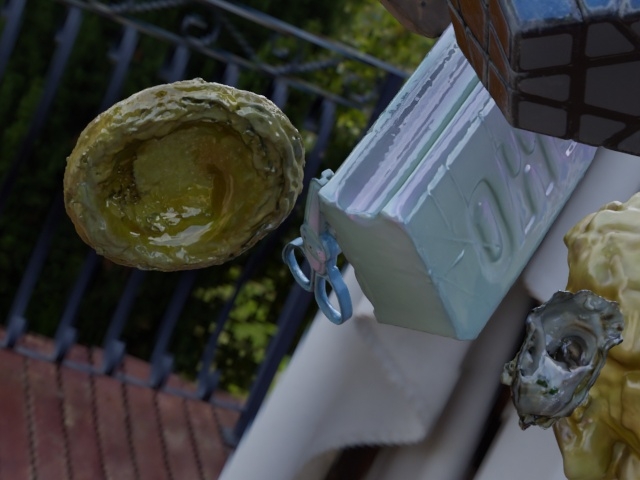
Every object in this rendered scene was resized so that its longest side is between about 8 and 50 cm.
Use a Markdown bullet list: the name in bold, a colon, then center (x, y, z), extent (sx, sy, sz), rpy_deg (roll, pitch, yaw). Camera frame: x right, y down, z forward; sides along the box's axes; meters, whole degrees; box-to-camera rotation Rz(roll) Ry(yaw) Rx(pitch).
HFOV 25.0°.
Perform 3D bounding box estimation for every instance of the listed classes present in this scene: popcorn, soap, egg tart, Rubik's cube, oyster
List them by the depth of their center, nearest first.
- **Rubik's cube**: center (0.232, -0.219, 1.073), extent (0.319, 0.319, 0.264), rpy_deg (31, 10, 23)
- **soap**: center (0.158, -0.082, 1.430), extent (0.115, 0.347, 0.208), rpy_deg (13, -36, 37)
- **oyster**: center (0.228, 0.121, 1.434), extent (0.108, 0.165, 0.053), rpy_deg (16, 14, -30)
- **egg tart**: center (-0.161, -0.085, 1.702), extent (0.288, 0.288, 0.118), rpy_deg (17, 31, -25)
- **popcorn**: center (0.446, 0.139, 1.770), extent (0.354, 0.390, 0.344), rpy_deg (5, -17, 45)

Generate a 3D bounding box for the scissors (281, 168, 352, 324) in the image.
- **scissors**: center (0.000, 0.000, 1.750), extent (0.030, 0.256, 0.125), rpy_deg (-31, 61, -23)

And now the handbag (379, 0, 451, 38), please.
- **handbag**: center (0.113, -0.383, 1.720), extent (0.251, 0.190, 0.193), rpy_deg (45, 12, -7)
